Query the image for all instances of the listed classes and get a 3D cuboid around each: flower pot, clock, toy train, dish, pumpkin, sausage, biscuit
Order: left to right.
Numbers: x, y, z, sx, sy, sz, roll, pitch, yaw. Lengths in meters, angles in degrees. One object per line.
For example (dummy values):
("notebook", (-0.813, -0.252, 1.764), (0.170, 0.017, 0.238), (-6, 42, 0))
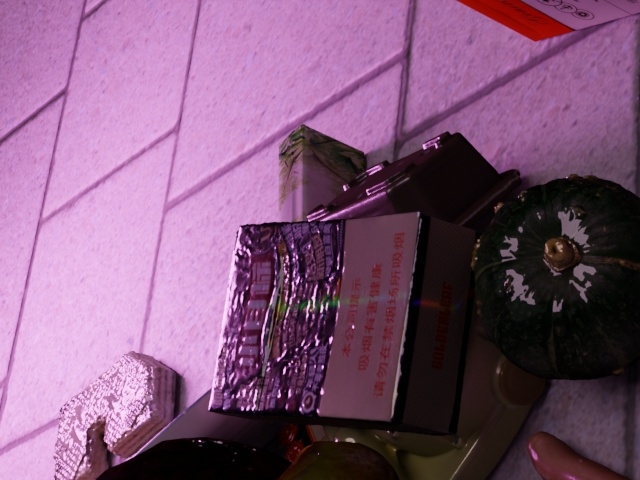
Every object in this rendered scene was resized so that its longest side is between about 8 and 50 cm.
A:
("biscuit", (-0.269, 0.231, 2.525), (0.250, 0.046, 0.147), (-39, 38, 39))
("dish", (-0.116, 0.249, 2.169), (0.273, 0.134, 0.273), (-41, -4, -3))
("toy train", (0.005, 0.218, 2.084), (0.087, 0.050, 0.138), (-51, 30, 16))
("flower pot", (0.080, -0.036, 2.023), (0.179, 0.084, 0.251), (-39, 10, -35))
("clock", (0.127, 0.109, 1.917), (0.308, 0.096, 0.235), (-55, 30, 16))
("pumpkin", (0.226, 0.033, 1.744), (0.190, 0.146, 0.190), (-15, 45, 15))
("sausage", (0.239, 0.211, 1.705), (0.186, 0.043, 0.043), (24, 89, 61))

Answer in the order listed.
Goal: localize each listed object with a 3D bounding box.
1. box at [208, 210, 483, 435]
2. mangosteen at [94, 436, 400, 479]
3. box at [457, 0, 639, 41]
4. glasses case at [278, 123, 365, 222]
("box", (0.020, 0.081, 1.893), (0.310, 0.084, 0.198), (-4, 75, 54))
("mangosteen", (-0.097, 0.357, 1.799), (0.421, 0.381, 0.381), (-39, 38, 49))
("box", (0.248, -0.260, 1.958), (0.245, 0.139, 0.035), (-10, 62, 57))
("glasses case", (0.000, 0.000, 2.211), (0.062, 0.095, 0.272), (-40, 37, 40))
